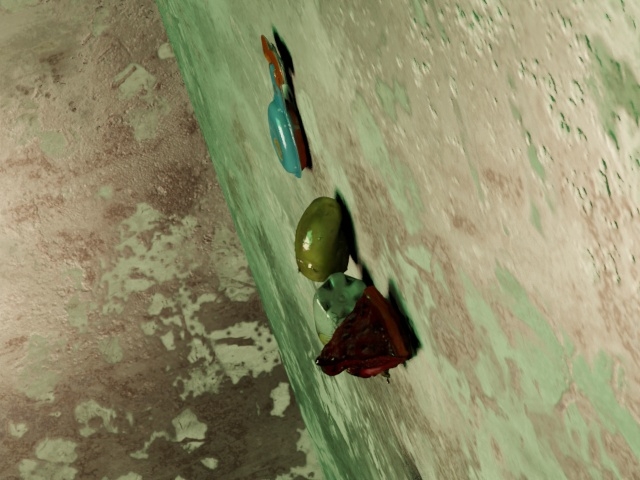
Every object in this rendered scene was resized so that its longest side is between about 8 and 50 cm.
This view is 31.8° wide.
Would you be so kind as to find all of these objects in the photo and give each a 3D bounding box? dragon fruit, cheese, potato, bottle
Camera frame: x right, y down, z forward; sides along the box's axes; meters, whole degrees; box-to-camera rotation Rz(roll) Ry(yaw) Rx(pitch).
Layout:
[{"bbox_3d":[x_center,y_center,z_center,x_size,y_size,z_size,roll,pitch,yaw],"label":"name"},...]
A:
[{"bbox_3d":[0.063,0.153,1.444,0.092,0.122,0.192,34,161,11],"label":"dragon fruit"},{"bbox_3d":[-0.053,-0.181,1.592,0.256,0.037,0.106,82,163,-50],"label":"cheese"},{"bbox_3d":[0.000,0.000,1.540,0.138,0.070,0.091,82,-157,-45],"label":"potato"},{"bbox_3d":[0.033,0.129,1.617,0.269,0.083,0.083,87,161,-65],"label":"bottle"}]
